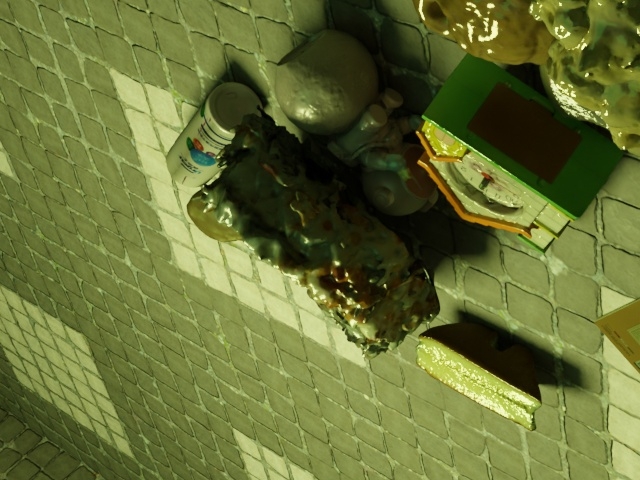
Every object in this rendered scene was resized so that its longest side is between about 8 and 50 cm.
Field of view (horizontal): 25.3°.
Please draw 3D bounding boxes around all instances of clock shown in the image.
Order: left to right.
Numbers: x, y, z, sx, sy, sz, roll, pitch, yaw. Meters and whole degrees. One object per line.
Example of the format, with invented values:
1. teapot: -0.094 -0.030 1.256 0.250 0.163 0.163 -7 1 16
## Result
1. clock: 0.225 -0.089 1.771 0.220 0.106 0.255 34 163 6

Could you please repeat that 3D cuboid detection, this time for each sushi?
1. sushi: -0.003 -0.003 2.046 0.417 0.176 0.417 46 -177 -3

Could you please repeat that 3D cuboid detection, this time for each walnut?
1. walnut: 0.204 -0.308 1.447 0.224 0.257 0.257 -104 1 -47

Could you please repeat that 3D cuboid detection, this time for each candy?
1. candy: -0.122 -0.060 2.341 0.234 0.104 0.102 -10 113 57

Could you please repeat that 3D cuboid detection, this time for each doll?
1. doll: 0.057 -0.148 1.944 0.287 0.151 0.151 52 152 -16

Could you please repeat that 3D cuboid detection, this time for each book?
1. book: 0.446 0.127 1.889 0.118 0.012 0.172 48 152 -1

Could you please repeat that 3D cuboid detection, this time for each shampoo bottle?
1. shampoo bottle: -0.184 -0.157 2.311 0.092 0.092 0.303 48 151 -2

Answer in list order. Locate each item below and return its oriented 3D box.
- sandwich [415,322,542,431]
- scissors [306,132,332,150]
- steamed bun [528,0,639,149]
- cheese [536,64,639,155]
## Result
1. sandwich: 0.257 0.192 2.163 0.244 0.088 0.090 30 139 36
2. scissors: 0.056 -0.133 2.086 0.187 0.020 0.133 47 151 5
3. steamed bun: 0.351 -0.197 1.336 0.137 0.292 0.295 -109 36 -56
4. cheese: 0.293 -0.200 1.617 0.286 0.082 0.163 30 146 35
